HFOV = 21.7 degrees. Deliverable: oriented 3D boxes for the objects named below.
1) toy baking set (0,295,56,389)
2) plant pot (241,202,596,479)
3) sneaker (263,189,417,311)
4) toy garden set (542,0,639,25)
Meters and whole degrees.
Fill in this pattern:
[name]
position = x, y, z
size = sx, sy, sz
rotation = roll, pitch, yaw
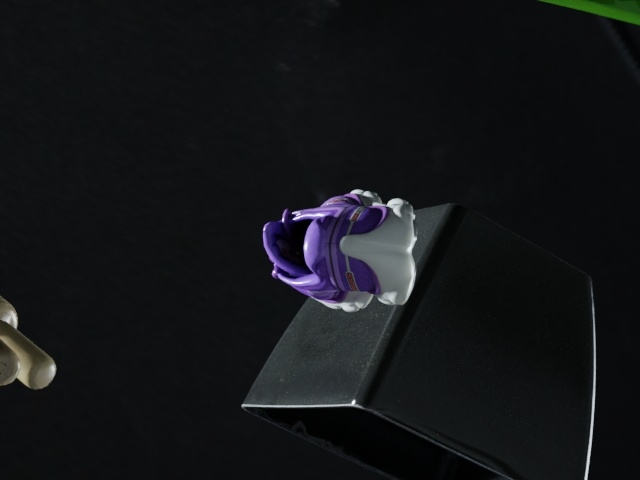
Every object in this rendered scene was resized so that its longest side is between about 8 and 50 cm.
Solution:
[toy baking set]
position = -0.223, -0.020, 0.746
size = 0.030, 0.256, 0.197
rotation = -51, -39, -7
[plant pot]
position = 0.088, 0.079, 1.181
size = 0.188, 0.187, 0.167
rotation = 29, -107, -22
[sneaker]
position = 0.000, 0.000, 0.891
size = 0.071, 0.170, 0.068
rotation = 7, -96, -12
[toy garden set]
position = 0.175, -0.265, 1.164
size = 0.203, 0.049, 0.244
rotation = 16, -112, 7
